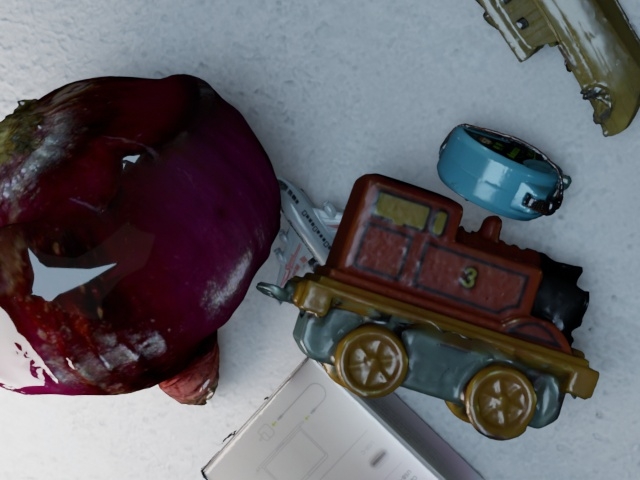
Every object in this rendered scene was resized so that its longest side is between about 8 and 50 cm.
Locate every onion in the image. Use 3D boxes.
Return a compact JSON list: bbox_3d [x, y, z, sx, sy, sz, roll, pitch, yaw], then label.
[{"bbox_3d":[-0.204,0.046,1.825,0.398,0.398,0.420,-16,121,18],"label":"onion"}]

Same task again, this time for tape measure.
[{"bbox_3d":[0.192,-0.072,1.780,0.146,0.125,0.081,27,107,10],"label":"tape measure"}]

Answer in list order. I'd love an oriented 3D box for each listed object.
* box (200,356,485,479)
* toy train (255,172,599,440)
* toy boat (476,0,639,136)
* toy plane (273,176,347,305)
[{"bbox_3d":[0.025,0.268,1.902,0.252,0.106,0.203,43,107,6],"label":"box"},{"bbox_3d":[0.118,0.068,1.766,0.369,0.163,0.231,18,90,-7],"label":"toy train"},{"bbox_3d":[0.234,-0.251,1.756,0.121,0.089,0.321,-30,92,25],"label":"toy boat"},{"bbox_3d":[0.000,0.000,1.882,0.162,0.065,0.171,-32,88,20],"label":"toy plane"}]
